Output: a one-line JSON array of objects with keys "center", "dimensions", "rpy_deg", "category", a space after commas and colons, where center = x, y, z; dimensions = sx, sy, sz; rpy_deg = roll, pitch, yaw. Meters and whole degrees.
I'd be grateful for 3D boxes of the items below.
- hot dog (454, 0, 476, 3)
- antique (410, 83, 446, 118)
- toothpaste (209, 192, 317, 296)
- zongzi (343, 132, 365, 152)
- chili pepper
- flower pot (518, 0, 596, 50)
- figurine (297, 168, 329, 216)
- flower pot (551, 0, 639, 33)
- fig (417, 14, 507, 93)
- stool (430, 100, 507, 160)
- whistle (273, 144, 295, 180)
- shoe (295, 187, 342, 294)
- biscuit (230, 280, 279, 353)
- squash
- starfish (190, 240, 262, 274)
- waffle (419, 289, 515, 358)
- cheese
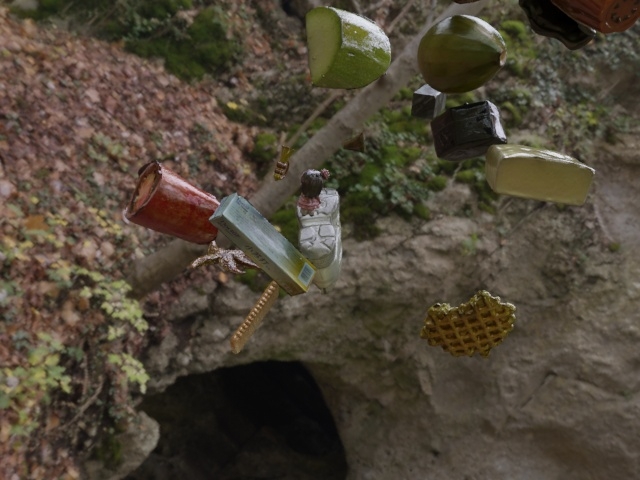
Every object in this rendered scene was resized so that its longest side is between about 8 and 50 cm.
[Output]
[{"center": [0.403, -0.762, 1.763], "dimensions": [0.175, 0.114, 0.259], "rpy_deg": [0, 4, 23], "category": "hot dog"}, {"center": [0.401, -0.512, 2.274], "dimensions": [0.086, 0.088, 0.183], "rpy_deg": [14, 28, 21], "category": "antique"}, {"center": [-0.140, 0.014, 1.582], "dimensions": [0.071, 0.089, 0.313], "rpy_deg": [-16, -53, 46], "category": "toothpaste"}, {"center": [0.104, -0.320, 1.987], "dimensions": [0.076, 0.040, 0.083], "rpy_deg": [11, -29, 20], "category": "zongzi"}, {"center": [-0.466, -0.120, 2.065], "dimensions": [0.305, 0.229, 0.251], "rpy_deg": [19, -29, -28], "category": "chili pepper"}, {"center": [0.762, -0.718, 1.840], "dimensions": [0.301, 0.213, 0.302], "rpy_deg": [38, 3, -3], "category": "flower pot"}, {"center": [-0.019, -0.119, 1.567], "dimensions": [0.072, 0.129, 0.054], "rpy_deg": [5, 28, -8], "category": "figurine"}, {"center": [0.634, -0.563, 1.382], "dimensions": [0.190, 0.190, 0.173], "rpy_deg": [45, 18, -51], "category": "flower pot"}, {"center": [0.431, -0.553, 1.861], "dimensions": [0.271, 0.239, 0.239], "rpy_deg": [24, -16, 48], "category": "fig"}, {"center": [0.471, -0.345, 1.982], "dimensions": [0.232, 0.232, 0.141], "rpy_deg": [44, 35, -78], "category": "stool"}, {"center": [-0.116, -0.234, 1.897], "dimensions": [0.046, 0.109, 0.057], "rpy_deg": [20, 10, -5], "category": "whistle"}, {"center": [0.000, 0.000, 1.848], "dimensions": [0.342, 0.132, 0.211], "rpy_deg": [-89, 173, -48], "category": "shoe"}, {"center": [-0.210, 0.245, 1.994], "dimensions": [0.030, 0.250, 0.160], "rpy_deg": [32, -21, 8], "category": "biscuit"}, {"center": [0.066, -0.418, 1.294], "dimensions": [0.085, 0.184, 0.192], "rpy_deg": [119, -34, -73], "category": "squash"}, {"center": [-0.269, 0.052, 1.770], "dimensions": [0.227, 0.043, 0.240], "rpy_deg": [18, 22, 38], "category": "starfish"}, {"center": [0.432, 0.250, 1.831], "dimensions": [0.291, 0.291, 0.051], "rpy_deg": [45, 31, -30], "category": "waffle"}, {"center": [0.582, -0.185, 1.694], "dimensions": [0.242, 0.124, 0.265], "rpy_deg": [13, 18, 5], "category": "cheese"}]
